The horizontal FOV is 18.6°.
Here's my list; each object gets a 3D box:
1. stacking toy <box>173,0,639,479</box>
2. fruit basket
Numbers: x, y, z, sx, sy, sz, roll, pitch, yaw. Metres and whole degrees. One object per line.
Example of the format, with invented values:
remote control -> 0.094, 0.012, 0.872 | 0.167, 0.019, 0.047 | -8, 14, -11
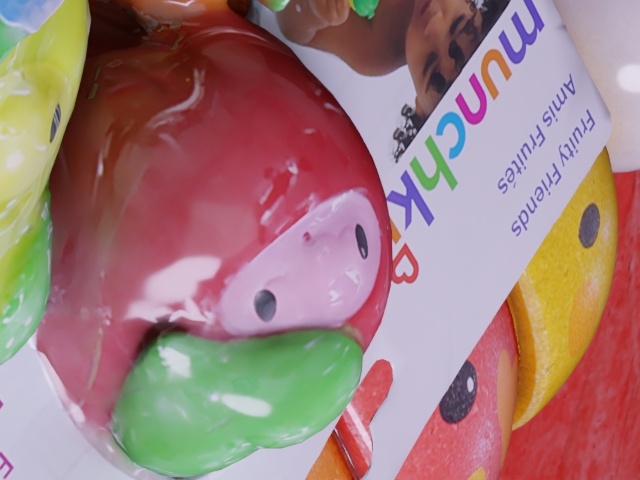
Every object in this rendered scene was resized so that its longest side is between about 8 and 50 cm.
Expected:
stacking toy -> 0.000, 0.000, 0.780 | 0.480, 0.350, 0.350 | -38, 128, -21
fruit basket -> -0.045, -0.047, 0.497 | 0.327, 0.165, 0.353 | -54, 125, -30
